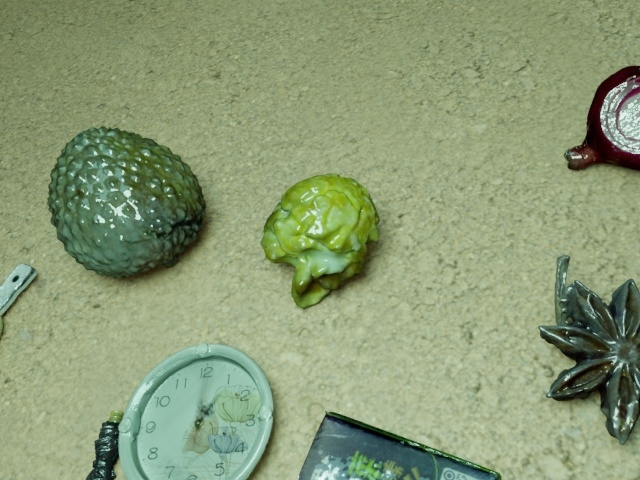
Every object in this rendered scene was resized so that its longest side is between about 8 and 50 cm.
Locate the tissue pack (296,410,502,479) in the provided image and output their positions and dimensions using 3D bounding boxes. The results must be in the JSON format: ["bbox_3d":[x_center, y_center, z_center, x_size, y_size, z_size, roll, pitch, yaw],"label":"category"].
[{"bbox_3d":[0.084,0.329,0.713,0.235,0.073,0.173,12,58,23],"label":"tissue pack"}]

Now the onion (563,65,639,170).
[{"bbox_3d":[0.501,-0.179,0.956,0.198,0.135,0.173,-36,63,37],"label":"onion"}]

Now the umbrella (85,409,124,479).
[{"bbox_3d":[-0.314,0.320,0.851,0.037,0.040,0.144,-13,50,17],"label":"umbrella"}]

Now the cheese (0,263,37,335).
[{"bbox_3d":[-0.606,0.139,1.057,0.127,0.050,0.235,13,58,27],"label":"cheese"}]

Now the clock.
[{"bbox_3d":[-0.174,0.266,0.843,0.236,0.053,0.237,-9,53,12],"label":"clock"}]

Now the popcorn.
[{"bbox_3d":[0.000,0.000,0.931,0.197,0.198,0.213,-2,80,14],"label":"popcorn"}]

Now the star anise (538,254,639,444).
[{"bbox_3d":[0.381,0.140,0.766,0.230,0.081,0.262,-28,63,-6],"label":"star anise"}]

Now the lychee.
[{"bbox_3d":[-0.336,-0.065,1.014,0.255,0.275,0.255,-21,22,9],"label":"lychee"}]
